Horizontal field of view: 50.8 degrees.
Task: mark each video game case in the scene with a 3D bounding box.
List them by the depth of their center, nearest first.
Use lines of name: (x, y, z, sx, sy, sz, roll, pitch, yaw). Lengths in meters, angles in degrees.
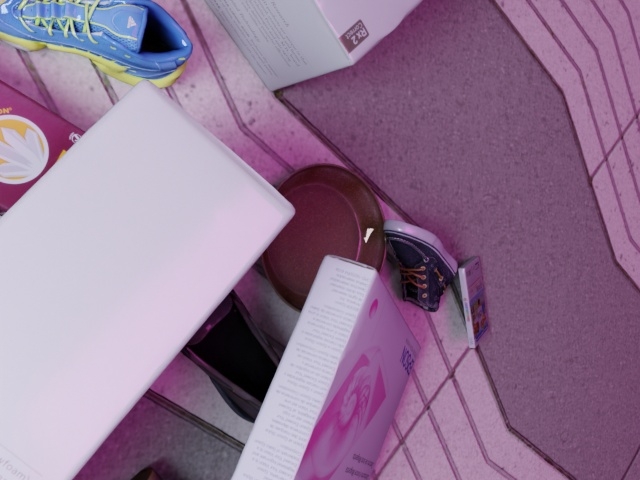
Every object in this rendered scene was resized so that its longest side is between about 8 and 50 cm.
video game case: (0.234, 0.092, 1.028, 0.087, 0.011, 0.122, -22, 104, -61)

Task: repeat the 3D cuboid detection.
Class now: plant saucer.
plant saucer: (0.000, 0.000, 0.876, 0.198, 0.036, 0.199, -1, 91, -35)

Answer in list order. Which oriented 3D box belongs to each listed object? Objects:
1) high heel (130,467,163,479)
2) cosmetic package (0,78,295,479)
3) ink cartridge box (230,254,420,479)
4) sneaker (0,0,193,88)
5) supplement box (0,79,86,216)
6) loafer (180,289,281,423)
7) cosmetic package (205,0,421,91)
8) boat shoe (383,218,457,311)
high heel: (-0.231, 0.428, 0.664, 0.181, 0.127, 0.377, 50, 61, -12)
cosmetic package: (-0.240, 0.107, 0.557, 0.161, 0.230, 0.453, 41, 74, -7)
ink cartridge box: (0.011, 0.223, 0.767, 0.330, 0.071, 0.324, -68, 158, -15)
sneaker: (-0.231, -0.226, 0.661, 0.240, 0.126, 0.091, 14, 83, -34)
supplement box: (-0.325, -0.098, 0.627, 0.188, 0.081, 0.104, 33, 73, -30)
loafer: (-0.115, 0.100, 0.762, 0.109, 0.095, 0.302, -47, 115, -23)
cosmetic package: (-0.009, -0.287, 0.776, 0.151, 0.183, 0.151, -48, 115, -24)
boat shoe: (0.133, 0.039, 0.928, 0.183, 0.065, 0.083, 35, 72, -49)
